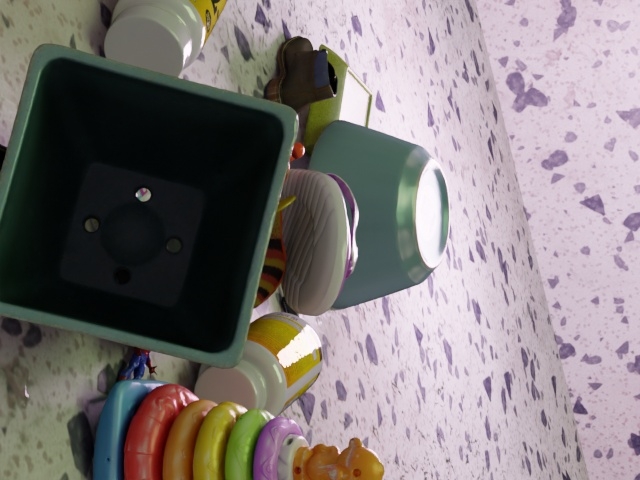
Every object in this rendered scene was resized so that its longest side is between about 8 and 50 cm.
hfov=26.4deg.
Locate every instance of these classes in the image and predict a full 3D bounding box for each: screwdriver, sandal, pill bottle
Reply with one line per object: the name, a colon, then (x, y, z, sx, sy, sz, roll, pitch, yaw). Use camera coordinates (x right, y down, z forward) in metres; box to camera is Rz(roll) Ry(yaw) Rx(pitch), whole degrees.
screwdriver: (-0.057, 0.049, 2.000, 0.025, 0.024, 0.170, -160, -126, -80)
sandal: (0.004, -0.015, 1.808, 0.416, 0.102, 0.169, -124, -133, -70)
pill bottle: (-0.190, -0.280, 1.685, 0.208, 0.119, 0.119, -73, 145, -52)
pill bottle: (-0.081, 0.169, 1.731, 0.215, 0.117, 0.117, -30, 107, -69)

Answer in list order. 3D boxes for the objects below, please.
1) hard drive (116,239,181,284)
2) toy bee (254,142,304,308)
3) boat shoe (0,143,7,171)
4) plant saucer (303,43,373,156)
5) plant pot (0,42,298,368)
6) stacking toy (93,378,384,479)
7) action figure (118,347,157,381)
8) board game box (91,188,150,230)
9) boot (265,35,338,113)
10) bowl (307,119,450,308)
hard drive: (-0.176, 0.043, 1.589, 0.254, 0.054, 0.172, -19, 94, -79)
toy bee: (-0.085, -0.065, 1.745, 0.195, 0.162, 0.298, 29, -52, 57)
boat shoe: (-0.310, -0.064, 1.347, 0.152, 0.049, 0.056, 16, 64, -68)
plant saucer: (0.039, -0.210, 2.295, 0.188, 0.045, 0.188, 36, 60, -62)
plant pot: (-0.182, -0.020, 1.332, 0.252, 0.248, 0.247, 149, -45, -79)
stacking toy: (-0.073, 0.236, 1.439, 0.166, 0.302, 0.175, 21, 68, -65)
action figure: (-0.206, 0.138, 1.550, 0.038, 0.030, 0.115, 59, 25, -34)
board game box: (-0.238, -0.088, 1.585, 0.154, 0.026, 0.103, -56, 131, -63)
boot: (-0.012, -0.267, 2.166, 0.219, 0.106, 0.082, -74, 147, -51)
bowl: (0.106, -0.041, 2.195, 0.311, 0.163, 0.311, 1, 90, -66)
